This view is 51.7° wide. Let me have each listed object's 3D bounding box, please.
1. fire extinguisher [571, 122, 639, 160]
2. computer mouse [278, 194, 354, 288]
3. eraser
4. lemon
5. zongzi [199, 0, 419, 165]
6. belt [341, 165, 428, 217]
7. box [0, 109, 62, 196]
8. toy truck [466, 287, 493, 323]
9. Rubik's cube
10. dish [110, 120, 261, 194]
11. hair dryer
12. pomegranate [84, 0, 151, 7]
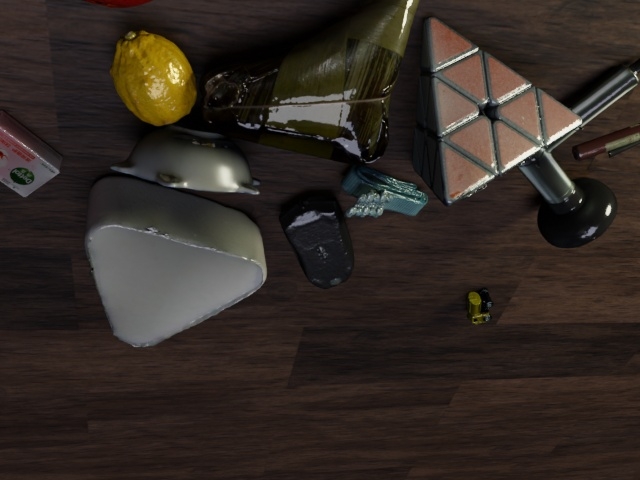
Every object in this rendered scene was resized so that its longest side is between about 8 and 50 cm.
[{"bbox_3d":[0.528,-0.173,1.154,0.173,0.035,0.049,-20,110,5],"label":"fire extinguisher"},{"bbox_3d":[0.000,0.000,1.302,0.122,0.073,0.217,-19,130,3],"label":"computer mouse"},{"bbox_3d":[-0.304,0.058,1.241,0.331,0.150,0.331,-8,134,-8],"label":"eraser"},{"bbox_3d":[-0.246,-0.239,0.974,0.114,0.114,0.155,-21,131,8],"label":"lemon"},{"bbox_3d":[-0.016,-0.285,0.985,0.289,0.154,0.318,10,113,-18],"label":"zongzi"},{"bbox_3d":[0.126,-0.080,1.235,0.179,0.100,0.065,13,135,-28],"label":"belt"},{"bbox_3d":[-0.496,-0.138,1.068,0.089,0.043,0.125,-31,133,18],"label":"box"},{"bbox_3d":[0.376,0.159,1.569,0.054,0.049,0.083,-10,135,-1],"label":"toy truck"},{"bbox_3d":[0.241,-0.182,1.075,0.228,0.233,0.228,16,111,-52],"label":"Rubik's cube"},{"bbox_3d":[-0.193,-0.137,1.047,0.236,0.228,0.086,-9,113,-55],"label":"dish"},{"bbox_3d":[0.487,-0.163,1.200,0.284,0.156,0.320,-22,128,24],"label":"hair dryer"},{"bbox_3d":[-0.238,-0.400,0.753,0.220,0.221,0.257,17,103,-28],"label":"pomegranate"}]
